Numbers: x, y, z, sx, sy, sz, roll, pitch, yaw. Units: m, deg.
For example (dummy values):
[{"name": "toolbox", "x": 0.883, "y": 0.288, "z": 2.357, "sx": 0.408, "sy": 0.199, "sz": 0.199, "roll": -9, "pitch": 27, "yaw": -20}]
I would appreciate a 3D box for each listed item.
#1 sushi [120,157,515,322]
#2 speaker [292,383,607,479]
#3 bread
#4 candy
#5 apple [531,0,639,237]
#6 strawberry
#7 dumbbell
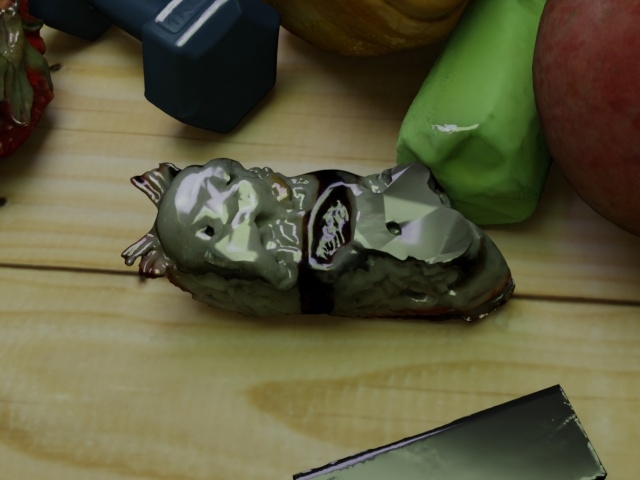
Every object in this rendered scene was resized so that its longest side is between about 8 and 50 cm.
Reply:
[{"name": "sushi", "x": 0.000, "y": 0.000, "z": 0.694, "sx": 0.332, "sy": 0.130, "sz": 0.124, "roll": 1, "pitch": 59, "yaw": 8}, {"name": "speaker", "x": 0.095, "y": 0.183, "z": 0.611, "sx": 0.218, "sy": 0.044, "sz": 0.082, "roll": -19, "pitch": 56, "yaw": -5}, {"name": "bread", "x": 0.095, "y": -0.336, "z": 0.785, "sx": 0.328, "sy": 0.148, "sz": 0.337, "roll": -60, "pitch": 22, "yaw": -1}, {"name": "candy", "x": 0.181, "y": -0.174, "z": 0.786, "sx": 0.142, "sy": 0.132, "sz": 0.344, "roll": 9, "pitch": 58, "yaw": 23}, {"name": "apple", "x": 0.327, "y": -0.140, "z": 0.637, "sx": 0.344, "sy": 0.269, "sz": 0.345, "roll": 0, "pitch": 89, "yaw": -12}, {"name": "strawberry", "x": -0.413, "y": -0.141, "z": 0.851, "sx": 0.280, "sy": 0.150, "sz": 0.253, "roll": -19, "pitch": 43, "yaw": 4}, {"name": "dumbbell", "x": -0.194, "y": -0.250, "z": 0.881, "sx": 0.325, "sy": 0.160, "sz": 0.144, "roll": 35, "pitch": 46, "yaw": 27}]
